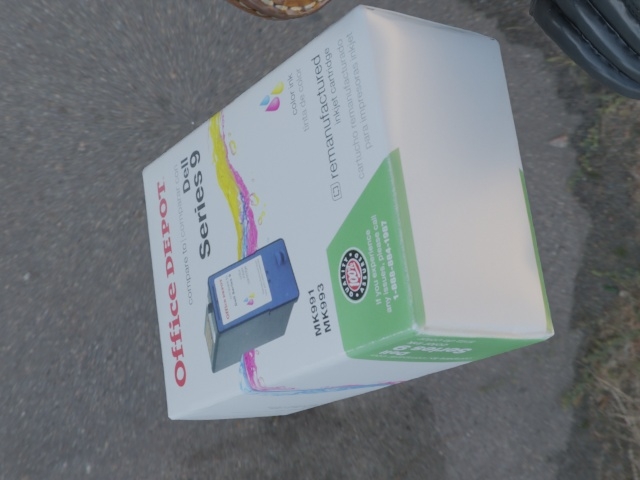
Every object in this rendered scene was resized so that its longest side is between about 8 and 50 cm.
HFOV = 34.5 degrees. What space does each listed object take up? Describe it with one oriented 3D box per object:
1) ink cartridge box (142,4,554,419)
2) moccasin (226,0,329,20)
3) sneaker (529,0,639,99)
[{"bbox_3d":[0.000,0.000,0.537,0.093,0.212,0.154,4,71,-36],"label":"ink cartridge box"},{"bbox_3d":[0.068,-0.250,0.384,0.139,0.147,0.380,26,106,-46],"label":"moccasin"},{"bbox_3d":[0.146,-0.206,0.540,0.105,0.147,0.295,-13,73,-37],"label":"sneaker"}]
